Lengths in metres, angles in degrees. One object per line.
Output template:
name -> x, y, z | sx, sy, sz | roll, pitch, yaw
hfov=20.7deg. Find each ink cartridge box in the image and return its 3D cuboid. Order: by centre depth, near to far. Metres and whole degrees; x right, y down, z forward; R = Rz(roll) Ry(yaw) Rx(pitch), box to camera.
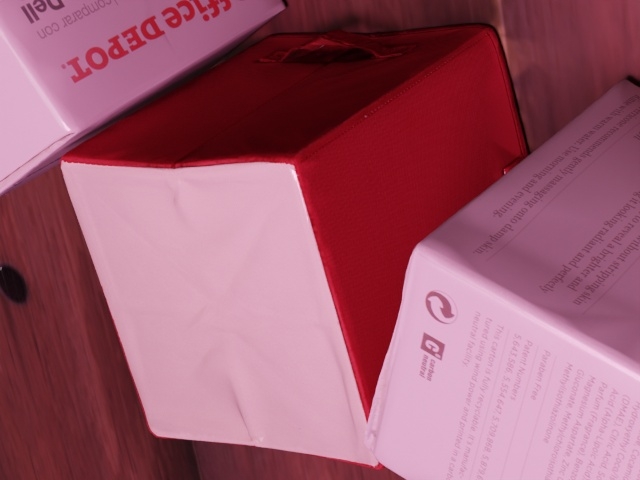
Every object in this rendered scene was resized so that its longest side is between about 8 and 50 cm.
ink cartridge box -> -0.185, -0.198, 1.036 | 0.121, 0.211, 0.289 | -28, 97, 45

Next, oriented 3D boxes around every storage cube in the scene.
storage cube -> 0.000, 0.000, 1.015 | 0.184, 0.193, 0.215 | 3, 117, 40

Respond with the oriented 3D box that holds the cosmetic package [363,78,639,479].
cosmetic package -> 0.244, 0.097, 0.853 | 0.385, 0.217, 0.156 | 32, 135, 24
